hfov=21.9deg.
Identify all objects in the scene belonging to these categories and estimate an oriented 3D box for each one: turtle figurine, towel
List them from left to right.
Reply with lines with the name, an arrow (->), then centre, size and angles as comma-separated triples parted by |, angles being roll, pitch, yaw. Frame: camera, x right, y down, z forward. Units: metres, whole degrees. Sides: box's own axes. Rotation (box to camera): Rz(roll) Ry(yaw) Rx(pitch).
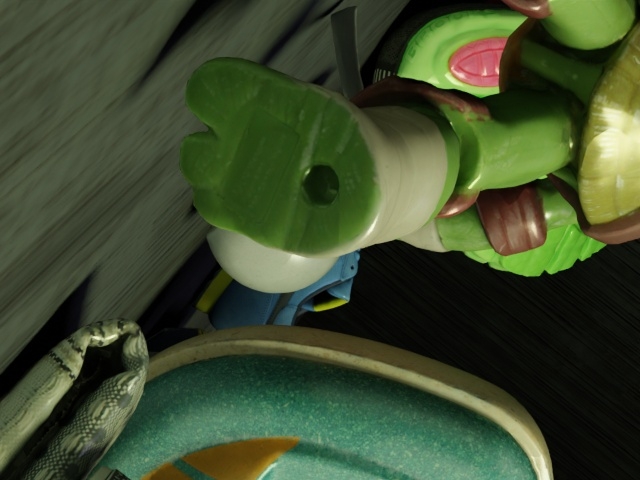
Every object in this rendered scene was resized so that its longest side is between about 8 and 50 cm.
towel -> -0.202, 0.189, 0.717 | 0.324, 0.056, 0.312 | -53, -179, -21
turtle figurine -> 0.047, -0.086, 0.574 | 0.198, 0.274, 0.266 | -28, 168, 28

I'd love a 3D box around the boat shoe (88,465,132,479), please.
boat shoe -> -0.117, 0.185, 0.658 | 0.219, 0.070, 0.078 | -52, -179, 29

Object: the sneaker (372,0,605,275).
sneaker -> 0.143, -0.096, 1.193 | 0.483, 0.202, 0.185 | -2, 118, -63

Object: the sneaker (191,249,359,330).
sneaker -> 0.000, 0.000, 1.135 | 0.209, 0.082, 0.069 | -52, 176, -35

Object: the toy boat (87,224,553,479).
toy boat -> -0.011, 0.087, 0.862 | 0.148, 0.268, 0.318 | -61, 154, -61

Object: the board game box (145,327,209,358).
board game box -> -0.094, 0.160, 1.077 | 0.194, 0.060, 0.194 | 58, 35, -79
